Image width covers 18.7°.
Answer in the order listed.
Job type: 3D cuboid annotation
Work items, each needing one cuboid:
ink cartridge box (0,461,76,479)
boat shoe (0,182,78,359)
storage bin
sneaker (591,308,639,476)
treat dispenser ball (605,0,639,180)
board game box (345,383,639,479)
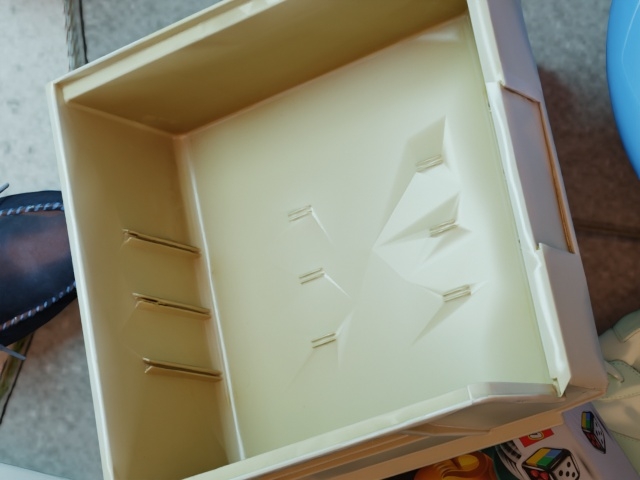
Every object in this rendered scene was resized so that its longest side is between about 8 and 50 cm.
[{"bbox_3d":[-0.292,0.252,1.170,0.239,0.060,0.275,14,69,-1],"label":"ink cartridge box"},{"bbox_3d":[-0.250,0.048,1.191,0.258,0.089,0.109,-27,92,2],"label":"boat shoe"},{"bbox_3d":[0.000,0.000,1.082,0.260,0.123,0.262,-21,69,29],"label":"storage bin"},{"bbox_3d":[0.151,0.064,1.185,0.256,0.094,0.151,33,98,-10],"label":"sneaker"},{"bbox_3d":[0.303,-0.107,1.080,0.288,0.288,0.288,0,93,1],"label":"treat dispenser ball"},{"bbox_3d":[0.137,0.236,1.151,0.193,0.053,0.305,-29,102,27],"label":"board game box"}]
